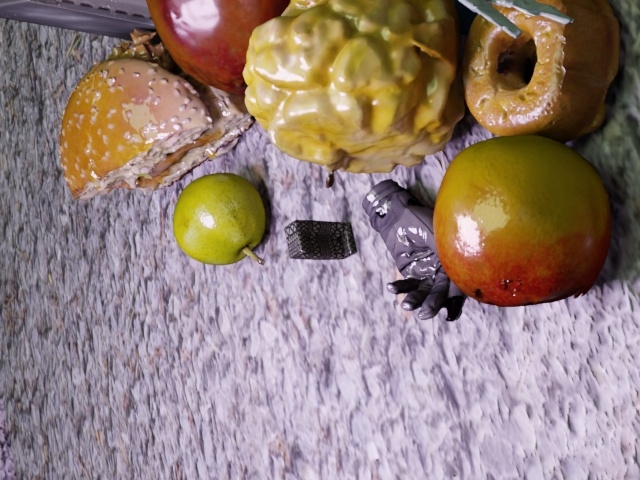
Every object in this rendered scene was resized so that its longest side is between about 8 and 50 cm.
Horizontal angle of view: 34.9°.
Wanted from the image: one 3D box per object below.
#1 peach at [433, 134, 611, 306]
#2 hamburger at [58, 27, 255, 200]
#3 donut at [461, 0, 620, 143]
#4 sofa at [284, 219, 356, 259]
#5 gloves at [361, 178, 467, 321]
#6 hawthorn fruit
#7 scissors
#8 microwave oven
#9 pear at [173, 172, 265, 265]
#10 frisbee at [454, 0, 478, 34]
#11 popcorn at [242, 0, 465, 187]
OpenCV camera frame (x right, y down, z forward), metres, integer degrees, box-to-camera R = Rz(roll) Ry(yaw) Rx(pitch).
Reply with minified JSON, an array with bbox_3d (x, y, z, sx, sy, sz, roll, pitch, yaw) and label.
[{"bbox_3d":[0.258,-0.021,1.306,0.231,0.231,0.230,-4,85,51],"label":"peach"},{"bbox_3d":[-0.364,-0.254,2.009,0.445,0.268,0.286,-28,81,48],"label":"hamburger"},{"bbox_3d":[0.289,-0.234,1.352,0.227,0.114,0.226,-2,87,53],"label":"donut"},{"bbox_3d":[0.000,0.000,1.696,0.039,0.118,0.060,-30,65,48],"label":"sofa"},{"bbox_3d":[0.148,0.011,1.518,0.285,0.119,0.142,-106,32,-43],"label":"gloves"},{"bbox_3d":[-0.169,-0.440,1.801,0.308,0.308,0.324,54,129,38],"label":"hawthorn fruit"},{"bbox_3d":[0.161,-0.335,1.309,0.383,0.256,0.029,45,138,45],"label":"scissors"},{"bbox_3d":[-0.417,-0.535,1.999,0.374,0.432,0.236,11,97,51],"label":"microwave oven"},{"bbox_3d":[-0.176,-0.023,1.904,0.216,0.166,0.180,49,114,14],"label":"pear"},{"bbox_3d":[0.221,-0.449,1.499,0.290,0.049,0.289,-3,86,51],"label":"frisbee"},{"bbox_3d":[0.052,-0.274,1.483,0.349,0.349,0.381,-26,61,48],"label":"popcorn"}]
